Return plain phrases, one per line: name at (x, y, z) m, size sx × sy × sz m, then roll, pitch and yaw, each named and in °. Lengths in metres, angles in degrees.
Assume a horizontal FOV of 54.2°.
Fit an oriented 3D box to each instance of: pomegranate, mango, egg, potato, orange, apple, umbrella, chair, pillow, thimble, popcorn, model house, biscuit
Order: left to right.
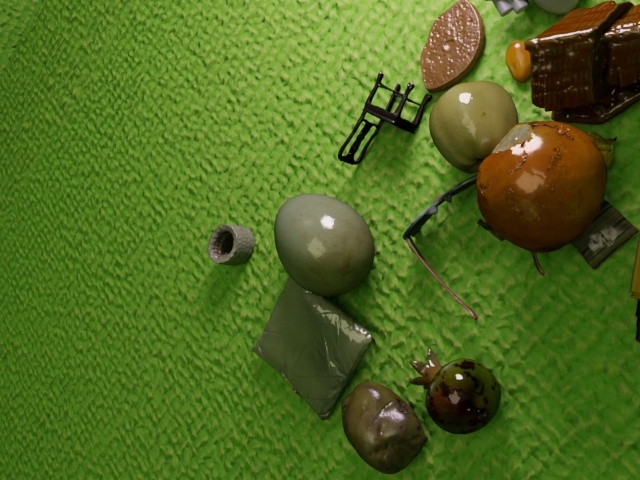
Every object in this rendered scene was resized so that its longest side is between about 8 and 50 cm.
thimble at (-0.244, 0.012, 1.715) m, size 0.115 × 0.090 × 0.102 m, roll -38°, pitch 69°, yaw 23°
pillow at (-0.024, 0.254, 1.545) m, size 0.281 × 0.076 × 0.274 m, roll 39°, pitch 116°, yaw 28°
egg at (0.000, 0.000, 1.476) m, size 0.218 × 0.218 × 0.295 m, roll -57°, pitch 46°, yaw 15°
potato at (0.133, 0.413, 1.389) m, size 0.154 × 0.137 × 0.200 m, roll -42°, pitch 59°, yaw -11°
chair at (0.147, -0.266, 1.473) m, size 0.113 × 0.106 × 0.229 m, roll 34°, pitch 105°, yaw 34°
pomegranate at (0.269, 0.307, 1.299) m, size 0.220 × 0.156 × 0.156 m, roll 30°, pitch 101°, yaw 37°
biscuit at (0.303, -0.443, 1.432) m, size 0.142 × 0.029 × 0.221 m, roll 21°, pitch 96°, yaw 35°
apple at (0.319, -0.238, 1.303) m, size 0.200 × 0.200 × 0.200 m, roll -4°, pitch 82°, yaw 34°
umbrella at (0.373, -0.024, 1.344) m, size 0.083 × 0.020 × 0.031 m, roll 28°, pitch 140°, yaw 33°
mango at (0.426, -0.381, 1.334) m, size 0.060 × 0.046 × 0.089 m, roll -2°, pitch 96°, yaw 36°
orange at (0.406, -0.101, 1.154) m, size 0.240 × 0.240 × 0.240 m, roll -4°, pitch 82°, yaw 34°
pillow at (0.512, -0.054, 1.239) m, size 0.113 × 0.038 × 0.203 m, roll -48°, pitch 61°, yaw 21°
model house at (0.515, -0.334, 1.161) m, size 0.199 × 0.229 × 0.220 m, roll 17°, pitch 95°, yaw 40°
popcorn at (0.544, -0.179, 1.216) m, size 0.084 × 0.084 × 0.084 m, roll -4°, pitch 82°, yaw 34°

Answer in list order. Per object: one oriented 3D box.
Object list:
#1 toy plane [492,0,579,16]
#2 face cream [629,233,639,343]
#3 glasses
toy plane at (0.442, -0.584, 1.276) m, size 0.267 × 0.122 × 0.267 m, roll 7°, pitch 108°, yaw 21°
face cream at (0.611, 0.055, 1.135) m, size 0.078 × 0.078 × 0.273 m, roll 11°, pitch 91°, yaw 34°
glasses at (0.326, 0.011, 1.335) m, size 0.234 × 0.118 × 0.268 m, roll -39°, pitch 74°, yaw 22°
